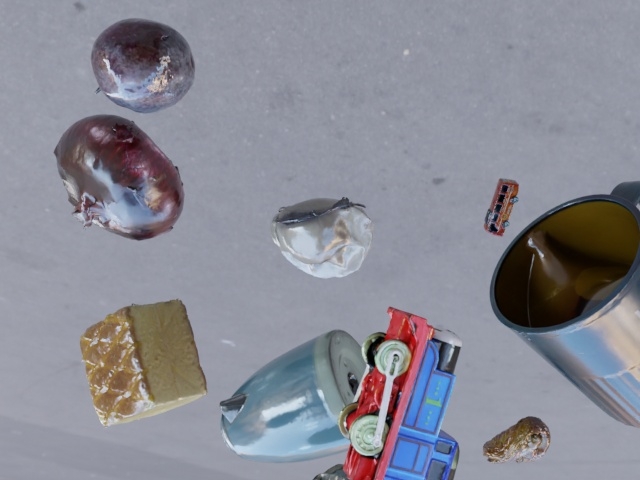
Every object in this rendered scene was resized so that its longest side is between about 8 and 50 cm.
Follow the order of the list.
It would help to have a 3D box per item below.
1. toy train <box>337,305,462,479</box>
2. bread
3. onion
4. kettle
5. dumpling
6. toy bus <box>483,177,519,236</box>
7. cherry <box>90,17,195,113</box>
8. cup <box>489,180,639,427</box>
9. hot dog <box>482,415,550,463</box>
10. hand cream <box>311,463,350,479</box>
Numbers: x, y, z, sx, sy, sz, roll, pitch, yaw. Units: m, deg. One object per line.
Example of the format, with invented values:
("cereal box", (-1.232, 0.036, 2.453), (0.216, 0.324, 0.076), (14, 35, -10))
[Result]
("toy train", (0.097, 0.187, 0.759), (0.131, 0.203, 0.083), (18, 177, -12))
("bread", (-0.483, 0.331, 1.807), (0.279, 0.279, 0.207), (-25, 165, 36))
("onion", (-0.445, -0.127, 1.457), (0.314, 0.232, 0.314), (24, 141, 21))
("kettle", (-0.043, 0.390, 1.484), (0.342, 0.247, 0.319), (-27, 131, 19))
("dumpling", (-0.008, -0.006, 1.672), (0.293, 0.204, 0.163), (-2, 177, 29))
("toy bus", (0.340, -0.062, 1.265), (0.043, 0.031, 0.110), (9, 114, -8))
("cherry", (-0.330, -0.328, 1.271), (0.195, 0.195, 0.195), (6, 152, 3))
("cup", (0.448, 0.094, 1.024), (0.292, 0.307, 0.242), (42, 135, -22))
("hot dog", (0.372, 0.390, 1.281), (0.099, 0.065, 0.147), (9, 138, -29))
("hand cream", (0.003, 0.456, 1.181), (0.052, 0.075, 0.248), (7, -175, 20))
